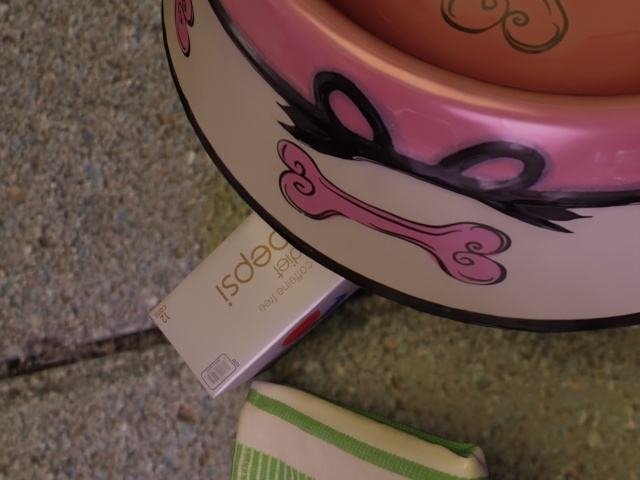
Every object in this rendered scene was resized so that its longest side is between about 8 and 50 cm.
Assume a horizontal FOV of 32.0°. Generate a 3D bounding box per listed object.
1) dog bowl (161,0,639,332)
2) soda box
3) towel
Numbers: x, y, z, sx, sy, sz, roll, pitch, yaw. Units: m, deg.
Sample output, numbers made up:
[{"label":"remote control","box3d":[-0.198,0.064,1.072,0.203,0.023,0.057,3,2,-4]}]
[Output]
[{"label":"dog bowl","box3d":[0.113,-0.171,0.555,0.408,0.150,0.408,-1,68,2]},{"label":"soda box","box3d":[0.000,0.000,0.670,0.216,0.074,0.069,-42,79,22]},{"label":"towel","box3d":[-0.005,0.253,0.611,0.248,0.038,0.325,5,84,59]}]
